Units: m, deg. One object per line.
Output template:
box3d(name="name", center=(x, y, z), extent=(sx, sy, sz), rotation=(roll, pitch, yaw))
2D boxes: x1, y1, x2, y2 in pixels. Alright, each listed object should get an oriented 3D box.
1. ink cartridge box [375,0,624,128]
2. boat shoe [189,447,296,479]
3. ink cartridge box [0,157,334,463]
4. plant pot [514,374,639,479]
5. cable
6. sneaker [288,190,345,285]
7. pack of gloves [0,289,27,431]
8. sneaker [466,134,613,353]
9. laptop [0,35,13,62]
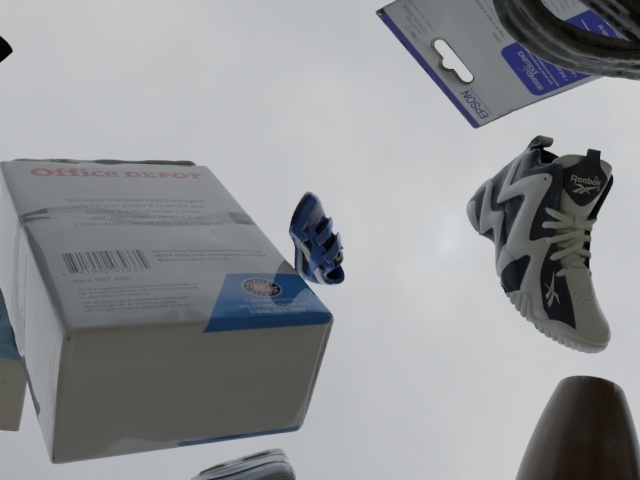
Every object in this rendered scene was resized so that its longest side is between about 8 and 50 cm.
box3d(name="ink cartridge box", center=(0.222, -0.212, 0.667), extent=(0.165, 0.332, 0.065), rotation=(42, -135, -34))
box3d(name="boat shoe", center=(-0.147, 0.372, 1.260), extent=(0.226, 0.076, 0.083), rotation=(-13, -64, -6))
box3d(name="ink cartridge box", center=(-0.208, 0.055, 1.003), extent=(0.285, 0.395, 0.166), rotation=(-1, -61, -29))
box3d(name="plant pot", center=(0.422, 0.342, 1.355), extent=(0.215, 0.215, 0.231), rotation=(27, -121, -16))
box3d(name="cable", center=(0.234, -0.092, 0.474), extent=(0.287, 0.072, 0.140), rotation=(37, -110, -14))
box3d(name="sneaker", center=(0.000, 0.000, 1.008), extent=(0.059, 0.144, 0.053), rotation=(20, -125, 23))
box3d(name="pack of gloves", center=(-0.380, 0.148, 1.176), extent=(0.195, 0.046, 0.232), rotation=(20, -103, -39))
box3d(name="sneaker", center=(0.253, -0.013, 0.872), extent=(0.094, 0.153, 0.235), rotation=(10, -140, -26))
box3d(name="laptop", center=(-0.485, -0.192, 0.853), extent=(0.234, 0.137, 0.264), rotation=(-33, -46, 5))
